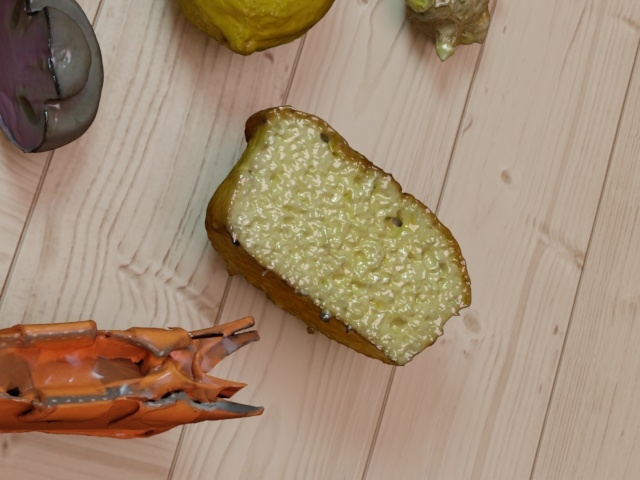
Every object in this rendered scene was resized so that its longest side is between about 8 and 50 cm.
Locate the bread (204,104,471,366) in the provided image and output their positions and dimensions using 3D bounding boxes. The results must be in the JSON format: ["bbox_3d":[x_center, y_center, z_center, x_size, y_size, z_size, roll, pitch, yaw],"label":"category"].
[{"bbox_3d":[0.000,0.000,1.603,0.340,0.179,0.194,39,72,-25],"label":"bread"}]

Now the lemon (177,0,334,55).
[{"bbox_3d":[-0.067,-0.328,1.564,0.204,0.204,0.260,24,73,-27],"label":"lemon"}]

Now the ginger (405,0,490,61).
[{"bbox_3d":[0.162,-0.322,1.756,0.157,0.102,0.216,31,66,-53],"label":"ginger"}]

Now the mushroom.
[{"bbox_3d":[-0.285,-0.190,1.474,0.117,0.141,0.188,-19,101,-52],"label":"mushroom"}]

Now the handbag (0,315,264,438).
[{"bbox_3d":[-0.294,0.135,1.353,0.410,0.303,0.116,3,81,-30],"label":"handbag"}]
